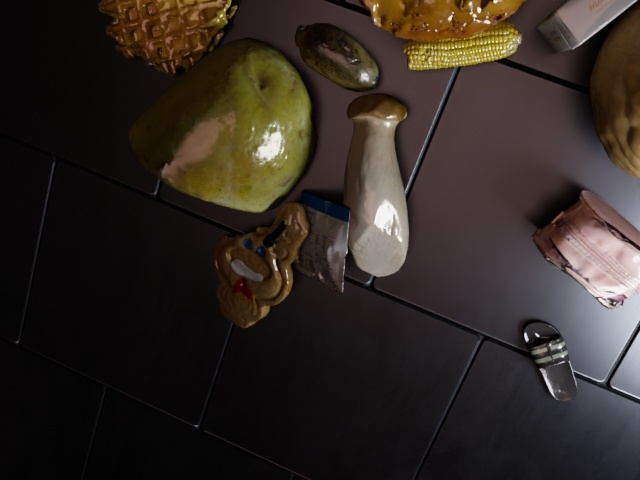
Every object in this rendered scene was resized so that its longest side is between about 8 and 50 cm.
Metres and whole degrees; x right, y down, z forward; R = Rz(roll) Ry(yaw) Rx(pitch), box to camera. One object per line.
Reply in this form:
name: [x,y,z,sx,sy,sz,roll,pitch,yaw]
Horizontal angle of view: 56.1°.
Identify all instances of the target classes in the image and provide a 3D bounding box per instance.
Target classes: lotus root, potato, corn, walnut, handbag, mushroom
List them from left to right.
potato: [-0.168,-0.227,1.111,0.330,0.213,0.280,36,110,1]
lotus root: [0.030,-0.338,1.102,0.179,0.080,0.089,34,111,4]
mushroom: [0.104,-0.098,1.130,0.128,0.128,0.350,2,101,13]
corn: [0.248,-0.340,1.057,0.206,0.067,0.068,-6,103,15]
handbag: [0.484,0.016,1.040,0.205,0.179,0.116,39,116,2]
walnut: [0.565,-0.237,0.912,0.277,0.252,0.313,-15,108,5]

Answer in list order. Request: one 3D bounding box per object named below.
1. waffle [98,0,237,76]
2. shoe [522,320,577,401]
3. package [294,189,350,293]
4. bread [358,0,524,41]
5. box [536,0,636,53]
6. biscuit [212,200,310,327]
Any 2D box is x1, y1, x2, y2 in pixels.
waffle: [-0.303,-0.464,1.160,0.262,0.060,0.281,35,109,3]
shoe: [0.454,0.241,1.169,0.071,0.049,0.179,-22,98,17]
package: [0.000,0.000,1.176,0.171,0.027,0.173,28,116,53]
bread: [0.186,-0.517,0.950,0.397,0.215,0.398,4,106,12]
box: [0.422,-0.365,0.919,0.149,0.233,0.067,-41,92,19]
biscuit: [-0.127,0.045,1.234,0.183,0.047,0.320,50,120,4]
